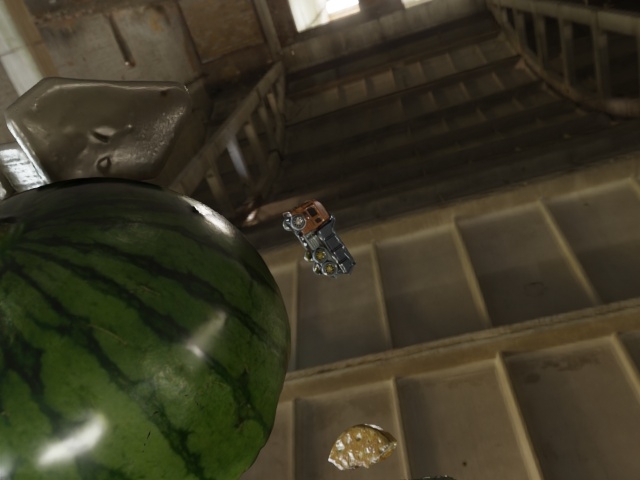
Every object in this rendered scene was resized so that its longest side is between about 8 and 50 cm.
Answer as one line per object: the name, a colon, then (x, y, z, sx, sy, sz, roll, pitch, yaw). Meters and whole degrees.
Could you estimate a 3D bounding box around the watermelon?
watermelon: (-0.187, 0.065, 0.429, 0.331, 0.189, 0.330, -4, -122, 6)

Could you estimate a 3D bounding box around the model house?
model house: (-0.287, -0.115, 0.670, 0.188, 0.122, 0.229, -10, -172, 41)

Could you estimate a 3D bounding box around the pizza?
pizza: (0.113, 0.563, 1.503, 0.246, 0.058, 0.127, -44, -136, 34)

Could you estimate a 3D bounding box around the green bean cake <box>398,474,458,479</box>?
green bean cake: (0.188, 0.554, 1.018, 0.227, 0.222, 0.125, -11, -163, 11)

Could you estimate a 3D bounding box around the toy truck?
toy truck: (0.000, 0.000, 1.234, 0.092, 0.192, 0.083, -36, -171, -14)
